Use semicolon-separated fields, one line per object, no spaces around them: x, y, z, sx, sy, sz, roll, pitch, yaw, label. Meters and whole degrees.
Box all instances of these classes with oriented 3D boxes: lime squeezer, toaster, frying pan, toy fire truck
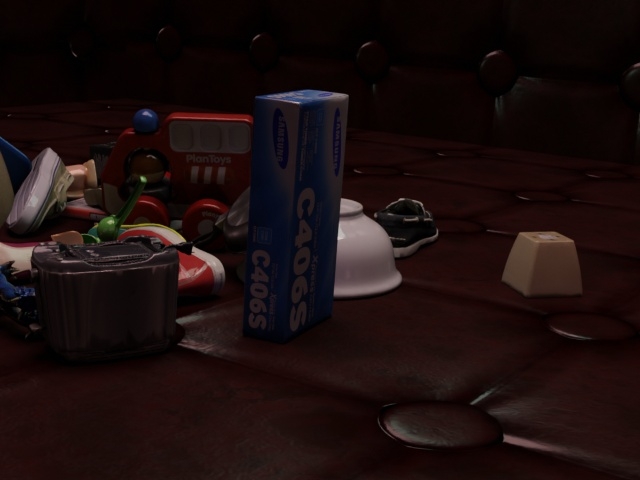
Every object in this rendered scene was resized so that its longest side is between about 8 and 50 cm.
-0.405;-0.019;1.818;0.310;0.110;0.059;-26;38;16;lime squeezer
-0.283;0.076;1.415;0.227;0.146;0.129;-6;17;-30;toaster
-0.132;-0.057;1.838;0.326;0.053;0.197;2;50;55;frying pan
-0.271;-0.131;1.998;0.302;0.254;0.169;4;25;4;toy fire truck

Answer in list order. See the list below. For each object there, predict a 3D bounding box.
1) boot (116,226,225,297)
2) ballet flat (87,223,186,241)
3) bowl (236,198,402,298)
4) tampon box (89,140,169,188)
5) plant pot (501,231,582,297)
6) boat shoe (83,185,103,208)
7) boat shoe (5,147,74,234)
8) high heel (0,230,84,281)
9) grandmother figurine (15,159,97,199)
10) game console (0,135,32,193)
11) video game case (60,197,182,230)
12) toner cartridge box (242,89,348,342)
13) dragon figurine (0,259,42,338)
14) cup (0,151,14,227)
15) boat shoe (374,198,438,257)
-0.300;0.043;1.692;0.244;0.088;0.176;19;22;40;boot
-0.316;0.007;1.872;0.231;0.077;0.077;8;-2;28;ballet flat
0.000;0.000;1.824;0.298;0.134;0.298;2;14;0;bowl
-0.473;-0.185;2.565;0.161;0.101;0.120;9;14;26;tampon box
0.392;0.039;1.817;0.109;0.096;0.109;-1;13;-15;plant pot
-0.452;-0.091;2.176;0.042;0.049;0.133;-17;18;-34;boat shoe
-0.564;-0.095;2.132;0.094;0.109;0.302;40;22;-22;boat shoe
-0.513;0.040;1.740;0.244;0.082;0.117;-18;-17;-16;high heel
-0.682;-0.130;2.326;0.342;0.104;0.208;-6;-7;-22;grandmother figurine
-0.703;-0.171;1.978;0.293;0.173;0.250;39;-2;-11;game console
-0.395;-0.065;2.244;0.285;0.025;0.204;8;14;21;video game case
-0.036;-0.040;1.519;0.075;0.348;0.165;10;16;23;toner cartridge box
-0.509;0.084;1.470;0.289;0.085;0.144;2;13;-8;dragon figurine
-0.670;-0.096;1.771;0.331;0.331;0.237;20;-23;51;cup
0.178;-0.039;2.108;0.114;0.091;0.302;6;14;13;boat shoe
